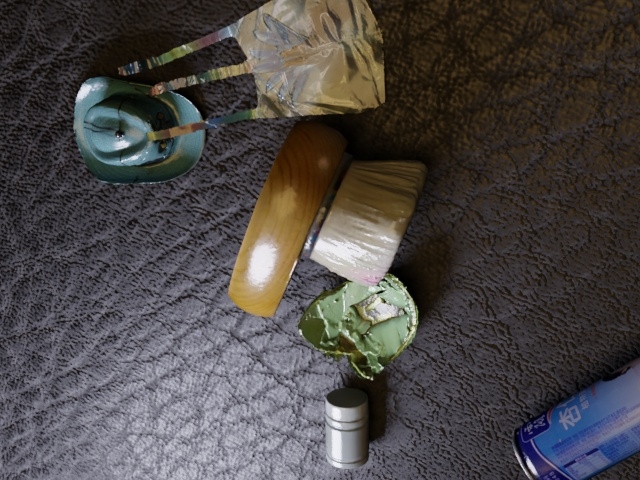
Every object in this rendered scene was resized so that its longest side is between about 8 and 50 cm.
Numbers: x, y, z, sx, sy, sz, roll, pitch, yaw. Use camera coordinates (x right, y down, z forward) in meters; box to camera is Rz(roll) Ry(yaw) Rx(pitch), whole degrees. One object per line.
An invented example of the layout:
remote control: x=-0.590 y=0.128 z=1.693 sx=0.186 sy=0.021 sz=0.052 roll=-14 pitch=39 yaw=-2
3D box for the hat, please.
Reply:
hat: x=-0.247 y=-0.138 z=1.040 sx=0.191 sy=0.078 sz=0.138 roll=5 pitch=105 yaw=16

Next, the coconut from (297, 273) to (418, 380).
coconut: x=0.054 y=0.105 z=1.036 sx=0.158 sy=0.055 sz=0.133 roll=-9 pitch=109 yaw=22

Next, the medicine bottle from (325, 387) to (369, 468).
medicine bottle: x=0.036 y=0.248 z=1.086 sx=0.058 sy=0.058 sz=0.091 roll=4 pitch=108 yaw=16

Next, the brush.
brush: x=0.000 y=0.000 z=0.968 sx=0.166 sy=0.174 sz=0.266 roll=25 pitch=121 yaw=-2

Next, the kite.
kite: x=-0.074 y=-0.193 z=0.968 sx=0.310 sy=0.015 sz=0.169 roll=-20 pitch=100 yaw=9

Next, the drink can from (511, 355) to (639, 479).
drink can: x=0.346 y=0.206 z=0.956 sx=0.235 sy=0.097 sz=0.097 roll=-39 pitch=93 yaw=24
